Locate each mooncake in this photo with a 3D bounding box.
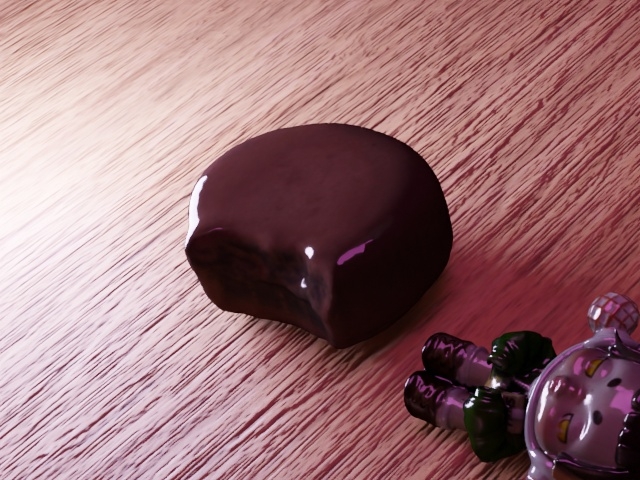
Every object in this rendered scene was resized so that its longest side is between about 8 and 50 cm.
[{"bbox_3d":[0.000,0.000,2.091,0.326,0.174,0.334,-9,40,7],"label":"mooncake"}]

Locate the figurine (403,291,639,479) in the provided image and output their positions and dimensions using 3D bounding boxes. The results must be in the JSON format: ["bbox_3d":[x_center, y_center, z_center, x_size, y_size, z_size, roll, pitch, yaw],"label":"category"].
[{"bbox_3d":[0.259,0.186,1.808,0.370,0.167,0.281,12,67,40],"label":"figurine"}]
